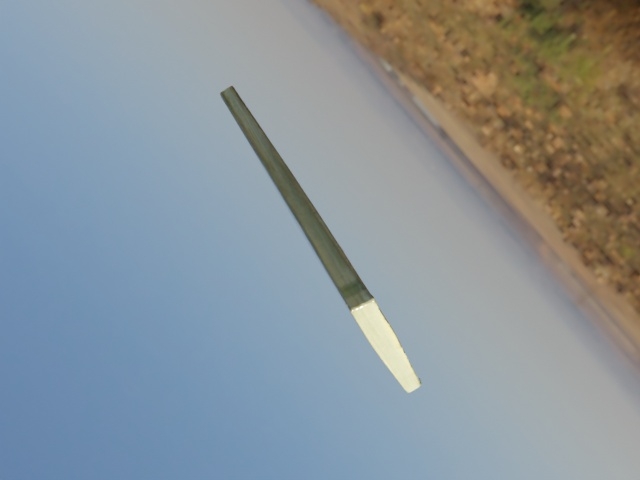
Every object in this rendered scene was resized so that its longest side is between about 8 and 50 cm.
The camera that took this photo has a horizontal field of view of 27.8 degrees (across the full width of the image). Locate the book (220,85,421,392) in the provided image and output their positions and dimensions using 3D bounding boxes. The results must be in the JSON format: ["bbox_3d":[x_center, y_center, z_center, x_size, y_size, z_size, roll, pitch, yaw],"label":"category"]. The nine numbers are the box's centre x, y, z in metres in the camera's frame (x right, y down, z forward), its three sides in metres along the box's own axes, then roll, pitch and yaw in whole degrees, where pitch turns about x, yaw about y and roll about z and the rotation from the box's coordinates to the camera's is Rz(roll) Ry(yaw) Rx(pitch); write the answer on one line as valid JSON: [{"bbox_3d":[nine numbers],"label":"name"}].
[{"bbox_3d":[0.000,0.000,1.236,0.283,0.025,0.215,57,180,30],"label":"book"}]
